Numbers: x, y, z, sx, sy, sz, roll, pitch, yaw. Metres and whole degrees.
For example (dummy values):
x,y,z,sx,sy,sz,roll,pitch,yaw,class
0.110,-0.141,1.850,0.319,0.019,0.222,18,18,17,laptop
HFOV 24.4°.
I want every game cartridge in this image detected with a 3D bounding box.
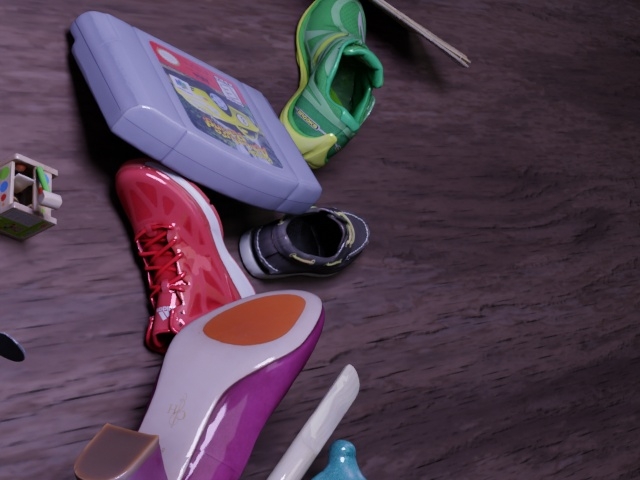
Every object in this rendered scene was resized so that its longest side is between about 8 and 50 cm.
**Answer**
x,y,z,sx,sy,sz,roll,pitch,yaw,class
-0.127,-0.128,1.601,0.294,0.060,0.196,23,32,-46,game cartridge

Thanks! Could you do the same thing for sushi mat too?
x,y,z,sx,sy,sz,roll,pitch,yaw,class
0.069,-0.329,1.998,0.316,0.019,0.151,27,10,-43,sushi mat

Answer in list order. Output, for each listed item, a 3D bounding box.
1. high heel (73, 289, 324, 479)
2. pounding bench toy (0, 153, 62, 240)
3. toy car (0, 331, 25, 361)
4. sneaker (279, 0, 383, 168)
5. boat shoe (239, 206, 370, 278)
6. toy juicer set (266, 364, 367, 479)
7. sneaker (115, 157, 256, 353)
x,y,z,sx,sy,sz,roll,pitch,yaw,class
-0.107,0.196,1.442,0.377,0.127,0.181,-38,133,-43,high heel
-0.274,-0.049,1.396,0.052,0.083,0.065,25,53,-44,pounding bench toy
-0.322,0.095,1.159,0.155,0.188,0.149,39,43,-34,toy car
0.031,-0.211,1.857,0.109,0.123,0.296,42,39,-32,sneaker
0.000,0.000,1.746,0.227,0.068,0.081,-13,82,-55,boat shoe
0.002,0.323,1.564,0.209,0.089,0.329,-28,103,-42,toy juicer set
-0.151,0.029,1.517,0.221,0.087,0.128,53,36,-18,sneaker
